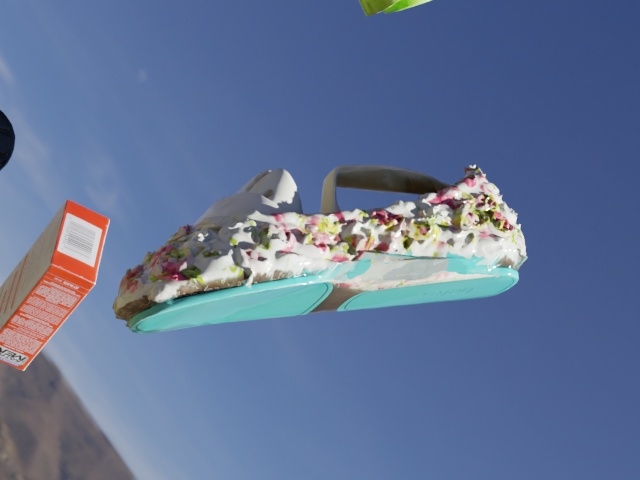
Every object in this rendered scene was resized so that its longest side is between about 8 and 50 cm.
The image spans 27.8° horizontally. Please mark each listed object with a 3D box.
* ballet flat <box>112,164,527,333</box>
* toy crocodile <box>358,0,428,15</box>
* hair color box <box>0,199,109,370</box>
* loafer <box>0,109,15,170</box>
[{"bbox_3d":[0.000,0.000,0.671,0.091,0.241,0.077,-34,-115,53],"label":"ballet flat"},{"bbox_3d":[0.149,-0.337,1.472,0.105,0.340,0.115,0,-69,48],"label":"toy crocodile"},{"bbox_3d":[-0.279,0.047,1.310,0.053,0.093,0.167,28,-49,-23],"label":"hair color box"},{"bbox_3d":[-0.253,-0.066,0.707,0.170,0.062,0.061,12,-8,-11],"label":"loafer"}]
